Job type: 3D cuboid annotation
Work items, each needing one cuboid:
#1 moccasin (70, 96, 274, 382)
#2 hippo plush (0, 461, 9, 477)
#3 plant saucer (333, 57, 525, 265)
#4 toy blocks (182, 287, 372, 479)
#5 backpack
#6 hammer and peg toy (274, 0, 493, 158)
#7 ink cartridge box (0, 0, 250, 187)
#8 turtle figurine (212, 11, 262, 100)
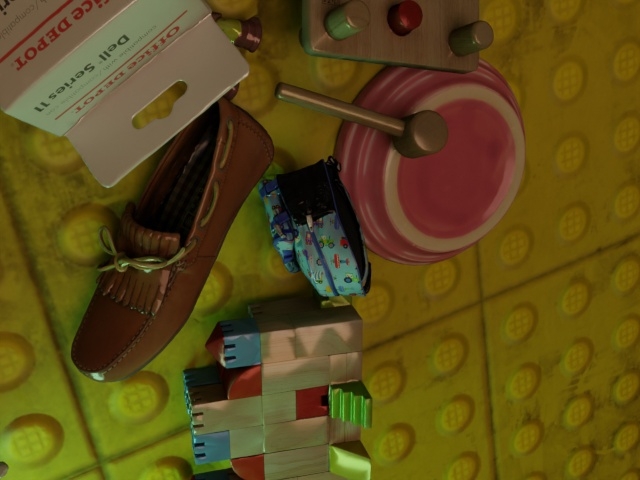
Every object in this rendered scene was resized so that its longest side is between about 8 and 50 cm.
[{"bbox_3d":[-0.195,-0.001,0.993,0.380,0.139,0.147,-55,148,1],"label":"moccasin"},{"bbox_3d":[-0.521,0.320,0.955,0.236,0.234,0.294,19,56,-49],"label":"hippo plush"},{"bbox_3d":[0.181,-0.113,1.202,0.332,0.084,0.332,-9,112,-24],"label":"plant saucer"},{"bbox_3d":[-0.079,0.237,1.158,0.260,0.191,0.382,-5,111,-14],"label":"toy blocks"},{"bbox_3d":[0.000,0.000,1.067,0.116,0.158,0.173,-19,73,1],"label":"backpack"},{"bbox_3d":[0.089,-0.292,1.005,0.265,0.127,0.362,1,90,-28],"label":"hammer and peg toy"},{"bbox_3d":[-0.252,-0.248,0.768,0.207,0.119,0.353,-39,82,4],"label":"ink cartridge box"},{"bbox_3d":[-0.179,-0.262,0.953,0.217,0.087,0.270,15,101,-31],"label":"turtle figurine"}]
